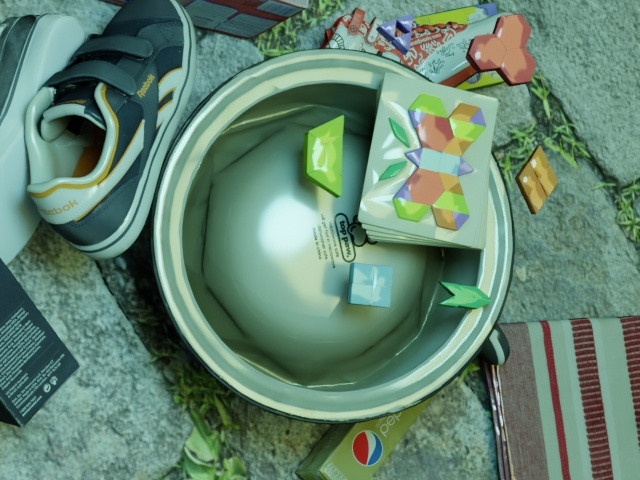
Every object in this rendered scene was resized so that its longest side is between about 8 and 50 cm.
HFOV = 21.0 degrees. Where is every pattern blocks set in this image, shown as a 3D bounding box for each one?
[{"bbox_3d":[0.121,-0.085,1.871,0.285,0.026,0.325,-4,87,-15],"label":"pattern blocks set"}]

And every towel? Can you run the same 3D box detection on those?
[{"bbox_3d":[0.351,0.216,2.196,0.329,0.037,0.237,-1,80,-31],"label":"towel"}]

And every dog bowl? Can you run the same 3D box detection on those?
[{"bbox_3d":[0.000,0.000,1.922,0.408,0.150,0.408,1,84,-15],"label":"dog bowl"}]

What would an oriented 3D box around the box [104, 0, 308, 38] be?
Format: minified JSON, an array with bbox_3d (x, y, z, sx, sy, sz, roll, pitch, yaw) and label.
[{"bbox_3d":[-0.169,-0.339,1.929,0.300,0.154,0.142,12,75,-26],"label":"box"}]

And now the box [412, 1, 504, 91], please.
[{"bbox_3d":[0.150,-0.231,2.153,0.179,0.043,0.105,-16,90,-28],"label":"box"}]

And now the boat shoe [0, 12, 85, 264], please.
[{"bbox_3d":[-0.341,-0.108,1.823,0.108,0.102,0.301,50,50,-59],"label":"boat shoe"}]

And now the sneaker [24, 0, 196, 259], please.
[{"bbox_3d":[-0.220,-0.148,1.806,0.127,0.126,0.321,44,46,-45],"label":"sneaker"}]

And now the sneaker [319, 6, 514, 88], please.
[{"bbox_3d":[0.102,-0.232,2.056,0.270,0.090,0.145,-35,97,-2],"label":"sneaker"}]

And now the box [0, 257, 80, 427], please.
[{"bbox_3d":[-0.349,0.092,1.729,0.093,0.156,0.158,-48,121,-27],"label":"box"}]

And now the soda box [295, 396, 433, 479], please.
[{"bbox_3d":[0.054,0.222,2.009,0.058,0.061,0.181,49,62,-14],"label":"soda box"}]

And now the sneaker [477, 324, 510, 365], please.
[{"bbox_3d":[0.117,0.091,2.066,0.234,0.084,0.097,39,76,-9],"label":"sneaker"}]
